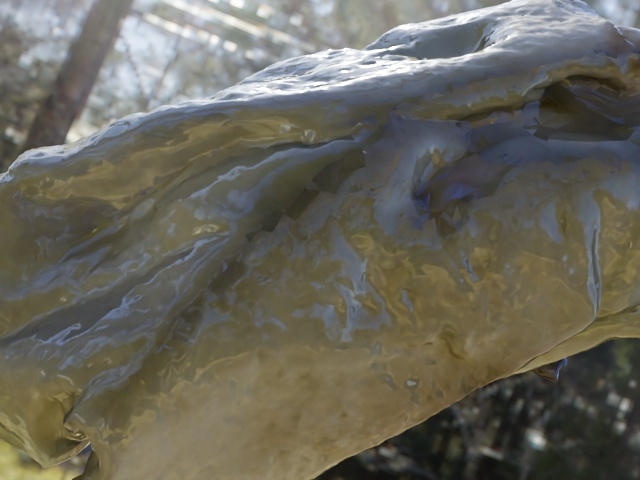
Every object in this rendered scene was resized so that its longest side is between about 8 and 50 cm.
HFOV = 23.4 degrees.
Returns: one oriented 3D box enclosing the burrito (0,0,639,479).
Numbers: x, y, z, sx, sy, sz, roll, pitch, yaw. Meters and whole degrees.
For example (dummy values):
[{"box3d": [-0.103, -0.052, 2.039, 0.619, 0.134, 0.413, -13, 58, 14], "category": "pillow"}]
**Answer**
[{"box3d": [0.002, 0.002, 0.640, 0.332, 0.190, 0.135, -20, -13, -21], "category": "burrito"}]
